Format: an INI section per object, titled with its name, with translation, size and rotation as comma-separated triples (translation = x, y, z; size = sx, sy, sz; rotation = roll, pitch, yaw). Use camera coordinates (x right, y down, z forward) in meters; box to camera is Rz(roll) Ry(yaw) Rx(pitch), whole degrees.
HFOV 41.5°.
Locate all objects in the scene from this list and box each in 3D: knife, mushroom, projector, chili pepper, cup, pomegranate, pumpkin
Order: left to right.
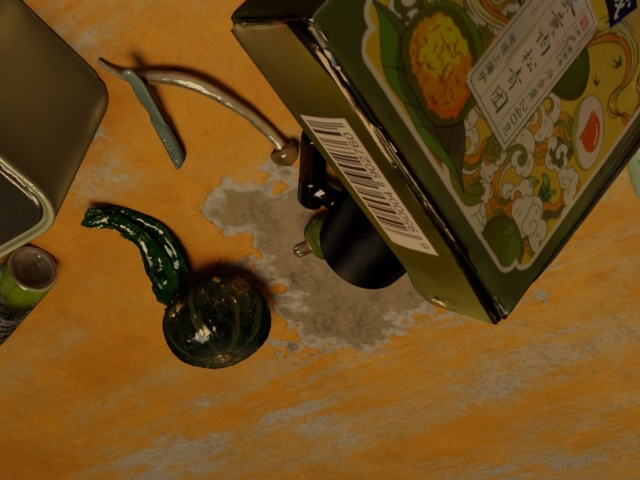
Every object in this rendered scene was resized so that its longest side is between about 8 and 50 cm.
[projector]
translation = -0.463, -0.145, 1.130
size = 0.248, 0.249, 0.248
rotation = -24, 127, 30
[chili pepper]
translation = -0.286, 0.043, 1.433
size = 0.122, 0.065, 0.279
rotation = -2, 135, 27
[knife]
translation = -0.231, -0.170, 1.204
size = 0.028, 0.015, 0.210
rotation = 0, 146, 16
[mushroom]
translation = -0.161, -0.191, 1.178
size = 0.306, 0.043, 0.068
rotation = 28, 115, -15
[pumpkin]
translation = -0.176, 0.139, 1.442
size = 0.190, 0.146, 0.190
rotation = -24, 163, -8
[pomegranate]
translation = 0.003, 0.003, 1.312
size = 0.073, 0.085, 0.073
rotation = 32, 172, 5
[cup]
translation = 0.079, -0.063, 1.216
size = 0.166, 0.239, 0.177
rotation = -17, 158, -34

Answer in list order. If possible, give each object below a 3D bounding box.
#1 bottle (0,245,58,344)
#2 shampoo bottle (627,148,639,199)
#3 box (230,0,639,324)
[bottle]
translation = -0.592, 0.128, 1.562
size = 0.093, 0.093, 0.330
rotation = 32, 133, -21
[shampoo bottle]
translation = 0.431, -0.129, 1.115
size = 0.069, 0.041, 0.191
rotation = -9, 134, 30
[box]
translation = 0.172, -0.194, 0.821
size = 0.138, 0.420, 0.373
rotation = 16, 150, 53
